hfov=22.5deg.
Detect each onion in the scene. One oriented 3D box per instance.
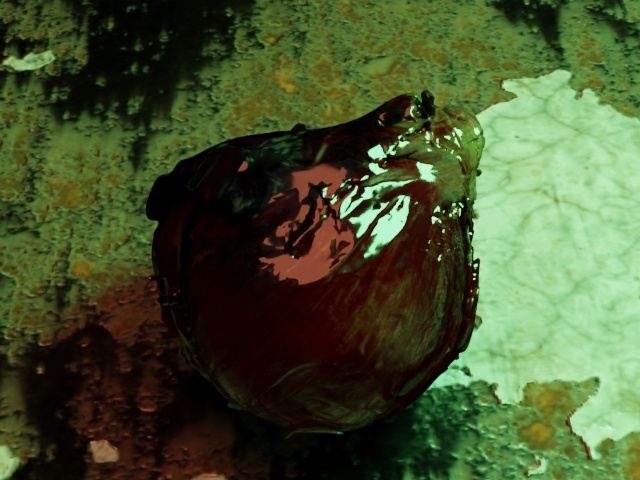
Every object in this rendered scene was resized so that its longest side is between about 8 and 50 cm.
[{"bbox_3d":[-0.012,0.017,1.157,0.221,0.281,0.281,32,28,-29],"label":"onion"}]
